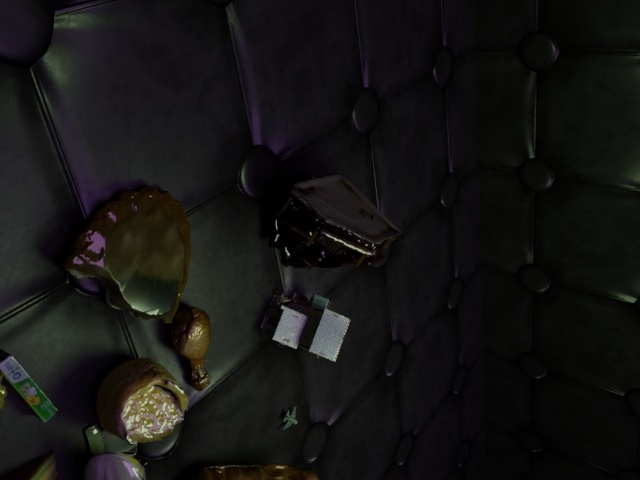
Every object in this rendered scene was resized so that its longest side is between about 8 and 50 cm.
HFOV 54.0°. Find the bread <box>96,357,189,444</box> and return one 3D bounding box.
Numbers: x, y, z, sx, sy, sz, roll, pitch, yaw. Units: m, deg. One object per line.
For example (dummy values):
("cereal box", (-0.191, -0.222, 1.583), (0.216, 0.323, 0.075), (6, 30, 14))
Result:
("bread", (-0.400, 0.366, 1.414), (0.197, 0.170, 0.197), (-9, 105, -38))

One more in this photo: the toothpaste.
("toothpaste", (-0.590, 0.291, 1.248), (0.037, 0.043, 0.179), (-44, 133, -30))

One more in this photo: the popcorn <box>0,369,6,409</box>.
("popcorn", (-0.653, 0.281, 1.100), (0.173, 0.142, 0.174), (-26, 141, -23))

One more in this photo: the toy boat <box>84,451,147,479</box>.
("toy boat", (-0.444, 0.563, 1.409), (0.140, 0.140, 0.270), (-20, 116, -47))

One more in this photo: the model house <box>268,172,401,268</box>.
("model house", (0.000, 0.000, 1.749), (0.282, 0.297, 0.317), (-44, 167, 36))

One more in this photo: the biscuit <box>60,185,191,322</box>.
("biscuit", (-0.408, 0.049, 1.376), (0.335, 0.078, 0.330), (-13, 108, -52))

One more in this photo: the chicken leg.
("chicken leg", (-0.312, 0.276, 1.569), (0.107, 0.087, 0.252), (-27, 129, -32))

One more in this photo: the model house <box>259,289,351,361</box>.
("model house", (-0.013, 0.254, 1.838), (0.271, 0.206, 0.178), (40, 70, -50))

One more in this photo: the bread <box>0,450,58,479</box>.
("bread", (-0.621, 0.505, 1.304), (0.139, 0.084, 0.074), (-67, 156, -67))

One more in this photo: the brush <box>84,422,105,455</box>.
("brush", (-0.503, 0.499, 1.441), (0.033, 0.030, 0.179), (-24, 121, -34))

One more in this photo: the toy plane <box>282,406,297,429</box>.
("toy plane", (-0.096, 0.562, 1.979), (0.080, 0.033, 0.083), (-62, 148, -19))

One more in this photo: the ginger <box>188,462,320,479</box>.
("ginger", (-0.215, 0.731, 1.759), (0.418, 0.176, 0.254), (13, 132, -40))
